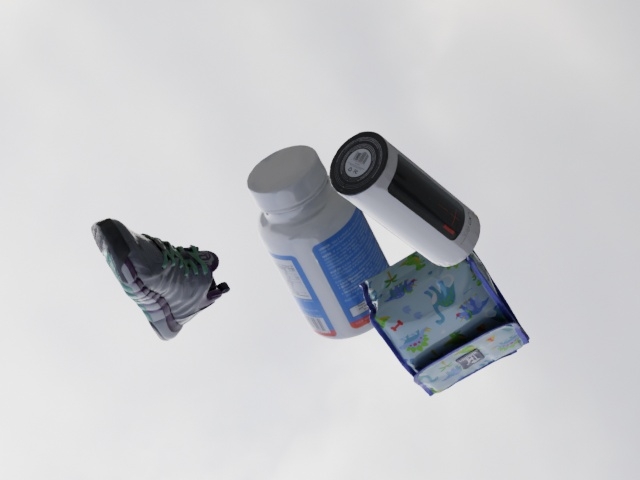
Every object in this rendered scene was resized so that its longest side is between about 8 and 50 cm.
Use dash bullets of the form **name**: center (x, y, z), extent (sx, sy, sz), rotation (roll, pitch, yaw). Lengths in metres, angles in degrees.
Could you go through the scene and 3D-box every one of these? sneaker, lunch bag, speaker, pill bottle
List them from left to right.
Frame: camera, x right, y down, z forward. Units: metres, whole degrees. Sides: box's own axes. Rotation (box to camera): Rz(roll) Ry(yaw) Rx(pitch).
- **sneaker**: center (-0.159, 0.019, 1.557), extent (0.083, 0.098, 0.223), rotation (56, 175, 25)
- **pill bottle**: center (0.000, 0.000, 1.820), extent (0.124, 0.124, 0.221), rotation (-86, -26, -54)
- **speaker**: center (0.067, -0.030, 1.180), extent (0.136, 0.055, 0.055), rotation (36, -157, -44)
- **lunch bag**: center (0.134, 0.085, 1.620), extent (0.151, 0.129, 0.096), rotation (55, -169, -30)
